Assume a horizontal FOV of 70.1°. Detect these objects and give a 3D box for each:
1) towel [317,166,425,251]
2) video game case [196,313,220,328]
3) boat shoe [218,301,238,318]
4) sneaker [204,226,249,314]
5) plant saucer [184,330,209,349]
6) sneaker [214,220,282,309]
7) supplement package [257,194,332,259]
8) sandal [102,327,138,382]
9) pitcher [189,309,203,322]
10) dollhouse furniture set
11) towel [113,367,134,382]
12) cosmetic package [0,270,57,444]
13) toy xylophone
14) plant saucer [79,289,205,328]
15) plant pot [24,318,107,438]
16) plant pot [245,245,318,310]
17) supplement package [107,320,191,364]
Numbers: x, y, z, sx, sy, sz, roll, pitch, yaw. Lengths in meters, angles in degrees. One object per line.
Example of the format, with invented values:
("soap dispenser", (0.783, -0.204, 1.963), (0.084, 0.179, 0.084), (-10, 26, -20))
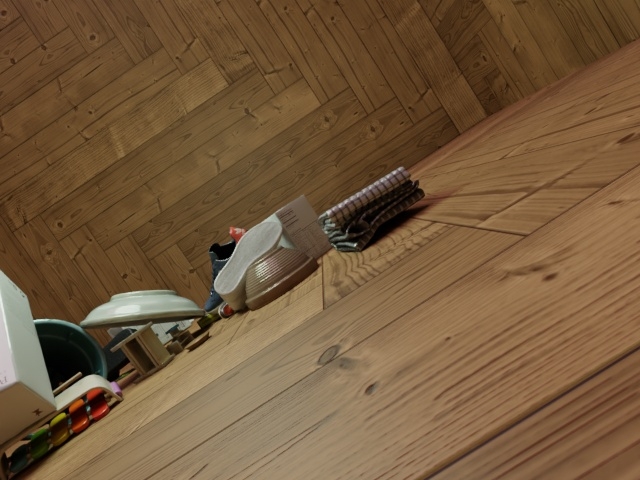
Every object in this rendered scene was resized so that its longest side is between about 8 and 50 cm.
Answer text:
("towel", (0.127, -0.072, 1.187), (0.235, 0.121, 0.283), (-32, 2, -7))
("video game case", (-0.310, 0.217, 1.740), (0.248, 0.035, 0.275), (-32, 3, 19))
("boat shoe", (-0.280, 0.212, 1.482), (0.043, 0.049, 0.137), (-29, 1, 25))
("sneaker", (-0.336, 0.097, 1.557), (0.350, 0.148, 0.131), (-55, 26, 16))
("plant saucer", (-0.350, 0.289, 1.303), (0.083, 0.015, 0.083), (-33, 4, 3))
("sneaker", (-0.215, 0.083, 1.452), (0.292, 0.108, 0.169), (-52, -23, -23))
("supplement package", (-0.096, -0.011, 1.574), (0.149, 0.203, 0.194), (-36, 6, -37))
("sandal", (-0.871, 0.522, 1.876), (0.445, 0.168, 0.107), (-35, -34, 19))
("pitcher", (-0.734, 0.404, 2.409), (0.207, 0.126, 0.177), (-17, -7, 39))
("dollhouse furniture set", (-0.510, 0.319, 1.397), (0.129, 0.129, 0.184), (-32, 5, 17))
("towel", (-0.787, 0.538, 1.821), (0.083, 0.009, 0.060), (-31, 4, 33))
("cosmetic package", (-0.865, 0.291, 1.154), (0.230, 0.453, 0.161), (-31, -40, -18))
("toy xylophone", (-0.679, 0.456, 1.180), (0.322, 0.081, 0.236), (-33, 17, -19))
("plant saucer", (-0.602, 0.234, 1.566), (0.400, 0.101, 0.400), (-6, -12, -1))
("plant pot", (-0.890, 0.469, 1.431), (0.334, 0.341, 0.341), (-41, -3, 43))
("plant pot", (-0.131, 0.090, 1.308), (0.237, 0.110, 0.237), (-33, 5, 3))
("supplement package", (-0.781, 0.400, 2.087), (0.262, 0.198, 0.199), (-37, 5, -42))
